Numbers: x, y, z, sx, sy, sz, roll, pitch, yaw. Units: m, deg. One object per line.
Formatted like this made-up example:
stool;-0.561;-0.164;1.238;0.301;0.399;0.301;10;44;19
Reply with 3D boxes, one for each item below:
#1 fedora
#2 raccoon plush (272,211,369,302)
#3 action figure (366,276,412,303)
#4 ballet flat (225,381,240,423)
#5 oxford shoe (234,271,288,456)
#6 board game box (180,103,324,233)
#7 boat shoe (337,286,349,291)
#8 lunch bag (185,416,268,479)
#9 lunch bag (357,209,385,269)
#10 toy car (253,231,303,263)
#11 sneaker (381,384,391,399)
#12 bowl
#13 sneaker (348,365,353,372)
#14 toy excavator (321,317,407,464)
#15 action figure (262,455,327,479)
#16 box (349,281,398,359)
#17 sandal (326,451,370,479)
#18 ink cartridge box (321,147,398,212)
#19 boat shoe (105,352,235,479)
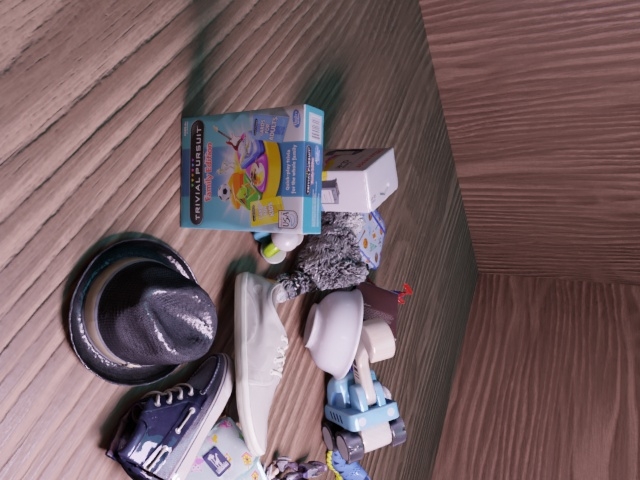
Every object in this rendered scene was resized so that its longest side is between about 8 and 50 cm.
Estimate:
fedora;-0.321;0.152;0.963;0.334;0.153;0.333;-8;100;-59
raccoon plush;0.000;0.000;1.456;0.446;0.216;0.299;-16;101;-58
action figure;0.231;0.200;1.873;0.091;0.280;0.139;-42;92;-26
ballet flat;-0.195;0.385;1.303;0.084;0.058;0.249;35;50;-15
oxford shoe;-0.143;0.292;1.179;0.169;0.130;0.449;100;-13;-70
board game box;-0.158;-0.146;1.030;0.079;0.336;0.253;-3;95;-60
boat shoe;0.092;0.168;1.773;0.038;0.046;0.125;36;53;-50
lunch bag;-0.250;0.587;1.126;0.223;0.160;0.262;-26;101;-53
lunch bag;0.149;-0.042;1.786;0.303;0.115;0.243;50;49;-51
toy car;-0.112;-0.033;1.328;0.136;0.159;0.182;46;58;-1
sneaker;0.232;0.757;2.047;0.115;0.105;0.281;-10;109;-24
bowl;0.027;0.286;1.529;0.298;0.134;0.297;-165;-90;-82
sneaker;0.172;0.388;1.827;0.102;0.146;0.293;59;44;-43
toy excavator;0.134;0.491;1.590;0.223;0.433;0.444;-11;84;-22
action figure;-0.101;0.749;1.452;0.285;0.099;0.185;17;83;-56
box;0.166;0.286;1.687;0.168;0.167;0.203;115;-9;-46
sandal;0.117;0.864;1.791;0.126;0.138;0.317;-47;129;-45
ink cartridge box;0.044;-0.183;1.400;0.226;0.306;0.131;-43;129;-50
boat shoe;-0.314;0.358;1.034;0.158;0.127;0.340;52;37;-27
